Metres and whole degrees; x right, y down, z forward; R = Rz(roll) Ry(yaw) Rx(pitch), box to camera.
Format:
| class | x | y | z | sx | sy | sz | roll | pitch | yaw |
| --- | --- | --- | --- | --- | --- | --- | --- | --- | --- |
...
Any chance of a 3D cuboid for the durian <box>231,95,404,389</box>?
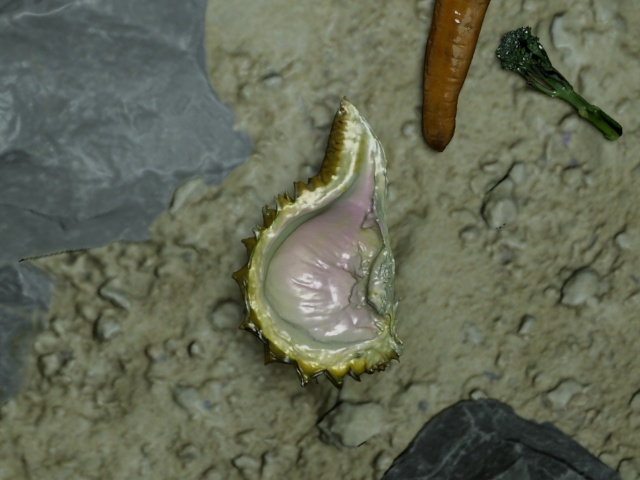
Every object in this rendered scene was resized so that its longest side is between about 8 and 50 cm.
| class | x | y | z | sx | sy | sz | roll | pitch | yaw |
| --- | --- | --- | --- | --- | --- | --- | --- | --- | --- |
| durian | 0.005 | 0.000 | 0.789 | 0.140 | 0.078 | 0.224 | 8 | 96 | -5 |

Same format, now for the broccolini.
| class | x | y | z | sx | sy | sz | roll | pitch | yaw |
| --- | --- | --- | --- | --- | --- | --- | --- | --- | --- |
| broccolini | 0.199 | -0.127 | 0.821 | 0.140 | 0.030 | 0.035 | 30 | 64 | -27 |

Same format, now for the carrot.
| class | x | y | z | sx | sy | sz | roll | pitch | yaw |
| --- | --- | --- | --- | --- | --- | --- | --- | --- | --- |
| carrot | 0.105 | -0.158 | 0.772 | 0.047 | 0.047 | 0.191 | 4 | 109 | -16 |
